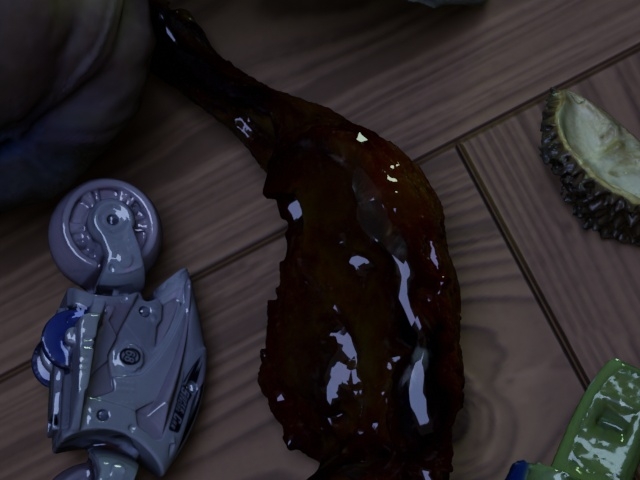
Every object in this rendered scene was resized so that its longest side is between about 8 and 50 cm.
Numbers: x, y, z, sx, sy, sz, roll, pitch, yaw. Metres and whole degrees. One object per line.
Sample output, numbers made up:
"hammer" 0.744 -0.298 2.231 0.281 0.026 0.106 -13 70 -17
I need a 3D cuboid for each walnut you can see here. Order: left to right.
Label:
"walnut" -0.229 -0.135 1.151 0.248 0.248 0.248 -3 74 11

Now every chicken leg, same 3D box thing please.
"chicken leg" 0.000 0.000 1.155 0.158 0.096 0.407 -34 68 21

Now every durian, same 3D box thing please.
"durian" 0.176 -0.044 1.147 0.066 0.052 0.130 -42 71 -5

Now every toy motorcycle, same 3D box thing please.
"toy motorcycle" -0.123 0.084 1.158 0.112 0.112 0.254 -4 73 10

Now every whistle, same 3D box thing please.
"whistle" 0.140 0.176 1.076 0.105 0.085 0.227 24 80 7

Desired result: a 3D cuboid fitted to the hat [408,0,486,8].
"hat" 0.004 -0.293 1.190 0.258 0.168 0.301 16 79 14
